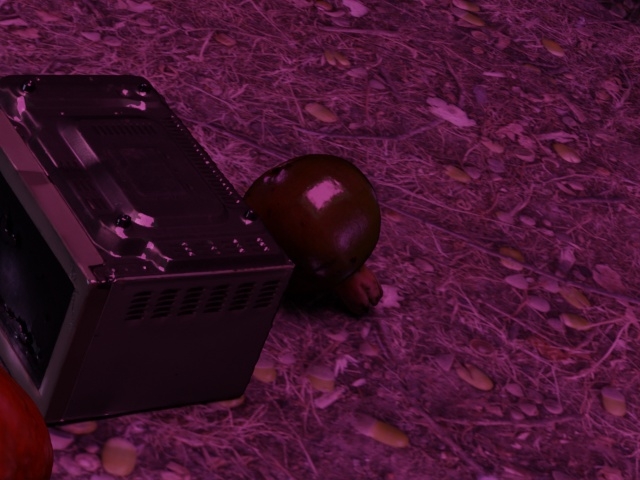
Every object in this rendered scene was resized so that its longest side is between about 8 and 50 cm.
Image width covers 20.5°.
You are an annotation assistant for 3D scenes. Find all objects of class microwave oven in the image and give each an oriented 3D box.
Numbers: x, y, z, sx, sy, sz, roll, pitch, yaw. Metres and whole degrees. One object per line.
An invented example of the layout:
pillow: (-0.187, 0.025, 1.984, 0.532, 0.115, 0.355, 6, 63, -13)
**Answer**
microwave oven: (-0.233, -0.012, 1.899, 0.286, 0.218, 0.355, -5, 41, -36)

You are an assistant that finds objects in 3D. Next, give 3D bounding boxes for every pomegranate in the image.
pomegranate: (0.000, 0.000, 2.104, 0.209, 0.180, 0.180, 56, 25, -20)

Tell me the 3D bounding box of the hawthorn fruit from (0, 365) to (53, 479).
hawthorn fruit: (-0.328, 0.199, 1.464, 0.330, 0.287, 0.287, 23, 31, -9)
